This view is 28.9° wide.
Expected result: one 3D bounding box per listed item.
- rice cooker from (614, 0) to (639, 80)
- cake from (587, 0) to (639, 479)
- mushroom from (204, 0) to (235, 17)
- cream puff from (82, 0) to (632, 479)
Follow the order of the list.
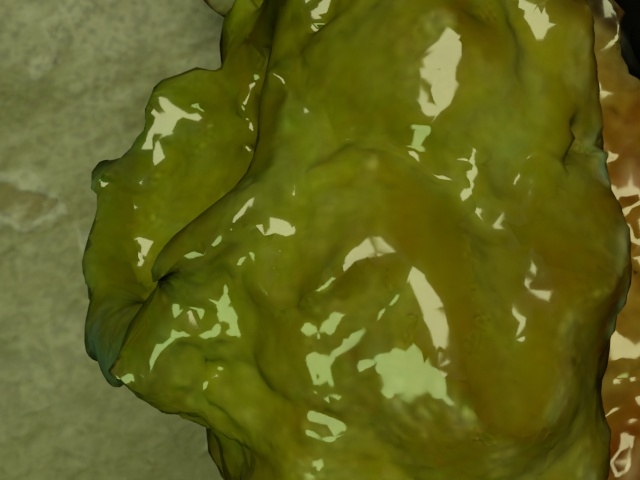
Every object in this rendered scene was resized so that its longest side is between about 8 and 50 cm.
[{"bbox_3d":[0.315,-0.177,0.855,0.227,0.241,0.280,-27,37,-12],"label":"rice cooker"},{"bbox_3d":[0.092,0.079,0.738,0.314,0.307,0.293,-34,76,-10],"label":"cake"},{"bbox_3d":[0.001,-0.276,0.950,0.286,0.156,0.151,-29,60,-21],"label":"mushroom"},{"bbox_3d":[0.000,-0.002,0.470,0.185,0.282,0.281,-4,71,-1],"label":"cream puff"}]
